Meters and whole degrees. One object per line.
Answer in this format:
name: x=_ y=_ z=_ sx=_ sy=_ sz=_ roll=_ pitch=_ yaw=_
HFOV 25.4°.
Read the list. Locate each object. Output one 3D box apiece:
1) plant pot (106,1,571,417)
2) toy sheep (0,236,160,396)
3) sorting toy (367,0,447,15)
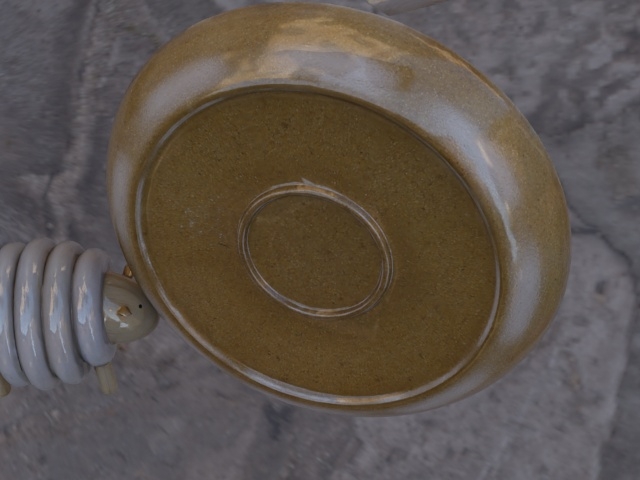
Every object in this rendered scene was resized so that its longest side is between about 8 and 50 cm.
plant pot: x=0.000 y=0.000 z=0.682 sx=0.236 sy=0.236 sz=0.032 roll=50 pitch=37 yaw=-16
toy sheep: x=-0.152 y=0.041 z=0.764 sx=0.132 sy=0.091 sz=0.091 roll=-5 pitch=97 yaw=0
sorting toy: x=0.121 y=-0.304 z=0.928 sx=0.089 sy=0.255 sz=0.257 roll=19 pitch=72 yaw=-43
